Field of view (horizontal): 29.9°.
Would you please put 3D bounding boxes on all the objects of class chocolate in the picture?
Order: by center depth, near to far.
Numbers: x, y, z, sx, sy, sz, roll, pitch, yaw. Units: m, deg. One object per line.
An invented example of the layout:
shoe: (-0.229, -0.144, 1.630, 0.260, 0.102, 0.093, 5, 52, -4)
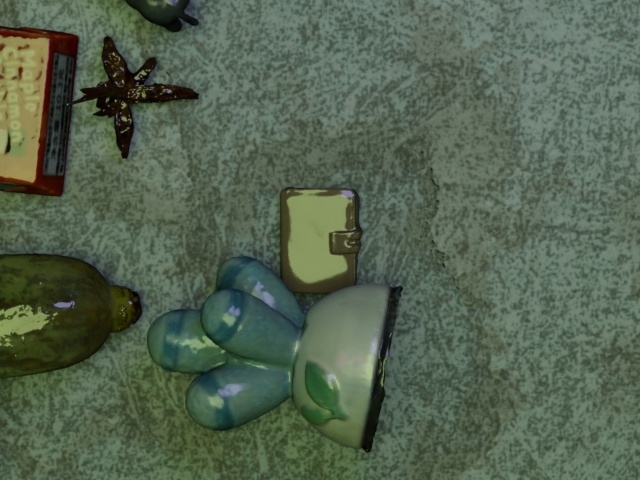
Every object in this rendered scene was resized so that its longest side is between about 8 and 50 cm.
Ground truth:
chocolate: (-0.469, -0.189, 1.663, 0.235, 0.108, 0.237, 7, 91, -1)

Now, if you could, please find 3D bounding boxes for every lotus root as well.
lotus root: (-0.404, 0.099, 1.656, 0.310, 0.173, 0.173, -7, 92, -6)

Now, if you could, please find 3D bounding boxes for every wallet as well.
wallet: (0.000, 0.000, 1.693, 0.118, 0.039, 0.152, 3, 95, 5)

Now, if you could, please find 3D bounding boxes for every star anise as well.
star anise: (-0.271, -0.207, 1.644, 0.158, 0.144, 0.140, 41, 84, 0)

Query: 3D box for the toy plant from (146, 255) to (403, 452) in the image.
toy plant: (-0.069, 0.148, 1.613, 0.332, 0.247, 0.247, 10, 92, 3)

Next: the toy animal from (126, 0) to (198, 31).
toy animal: (-0.272, -0.384, 1.638, 0.269, 0.137, 0.082, 40, 95, -8)
